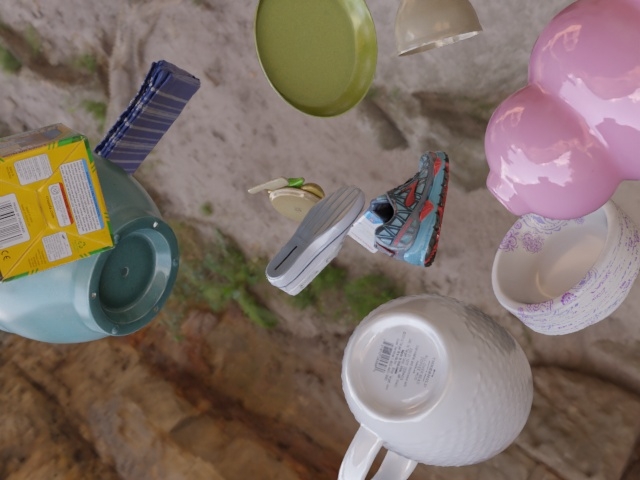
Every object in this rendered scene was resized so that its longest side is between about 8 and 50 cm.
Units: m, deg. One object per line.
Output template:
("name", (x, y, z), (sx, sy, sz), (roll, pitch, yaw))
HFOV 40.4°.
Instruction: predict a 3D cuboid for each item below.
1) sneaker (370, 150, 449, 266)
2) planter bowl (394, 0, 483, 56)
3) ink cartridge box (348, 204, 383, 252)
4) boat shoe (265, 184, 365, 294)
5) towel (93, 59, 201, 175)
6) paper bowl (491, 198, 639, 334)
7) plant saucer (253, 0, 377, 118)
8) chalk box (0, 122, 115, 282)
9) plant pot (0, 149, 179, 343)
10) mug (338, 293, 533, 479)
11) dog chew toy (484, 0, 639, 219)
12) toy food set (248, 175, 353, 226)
("sneaker", (0.149, -0.072, 1.474), (0.125, 0.262, 0.104), (10, 133, 8))
("planter bowl", (0.205, -0.411, 1.591), (0.162, 0.162, 0.109), (-7, 100, 58))
("ink cartridge box", (0.129, -0.033, 2.032), (0.088, 0.052, 0.122), (38, 145, -6))
("boat shoe", (0.000, 0.000, 1.537), (0.076, 0.226, 0.083), (45, -177, -44))
("towel", (-0.345, -0.171, 1.545), (0.040, 0.336, 0.243), (40, -173, 1))
("paper bowl", (0.482, 0.051, 1.666), (0.148, 0.284, 0.284), (38, 159, -26))
("plant saucer", (-0.012, -0.307, 1.346), (0.037, 0.241, 0.241), (1, 133, 52))
("chalk box", (-0.333, -0.054, 1.001), (0.213, 0.132, 0.132), (29, 134, 62))
("plant pot", (-0.327, 0.023, 1.228), (0.196, 0.293, 0.293), (20, 148, 30))
("mug", (0.155, 0.265, 1.418), (0.276, 0.374, 0.328), (30, 179, 28))
("dog chew toy", (0.283, -0.150, 0.775), (0.206, 0.332, 0.206), (46, -173, -7))
("toy food set", (-0.036, -0.078, 1.698), (0.192, 0.038, 0.132), (34, 150, -33))
